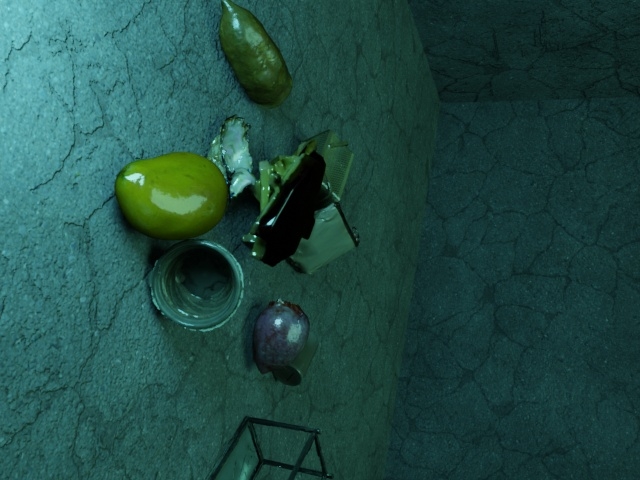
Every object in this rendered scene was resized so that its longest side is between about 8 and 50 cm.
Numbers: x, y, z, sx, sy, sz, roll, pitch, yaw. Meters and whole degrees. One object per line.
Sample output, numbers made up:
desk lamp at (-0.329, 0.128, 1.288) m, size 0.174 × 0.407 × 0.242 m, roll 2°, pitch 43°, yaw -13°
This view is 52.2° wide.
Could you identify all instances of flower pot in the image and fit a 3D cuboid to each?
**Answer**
flower pot at (-0.303, 0.100, 1.652) m, size 0.140 × 0.235 × 0.236 m, roll -103°, pitch -167°, yaw -82°

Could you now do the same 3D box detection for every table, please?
table at (-0.157, 0.742, 1.964) m, size 0.335 × 0.272 × 0.223 m, roll -55°, pitch 141°, yaw -51°

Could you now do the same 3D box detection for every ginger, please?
ginger at (-0.144, -0.119, 2.030) m, size 0.413 × 0.211 × 0.359 m, roll -53°, pitch 158°, yaw -41°

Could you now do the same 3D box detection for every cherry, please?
cherry at (-0.136, 0.314, 2.100) m, size 0.192 × 0.175 × 0.250 m, roll 110°, pitch 6°, yaw -74°

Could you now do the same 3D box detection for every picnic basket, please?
picnic basket at (-0.002, -0.245, 2.288) m, size 0.139 × 0.165 × 0.267 m, roll 41°, pitch 51°, yaw -31°

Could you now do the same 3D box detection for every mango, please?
mango at (-0.348, -0.105, 1.540) m, size 0.317 × 0.172 × 0.212 m, roll -7°, pitch 93°, yaw -57°

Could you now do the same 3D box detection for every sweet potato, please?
sweet potato at (-0.196, -0.533, 1.870) m, size 0.370 × 0.157 × 0.158 m, roll 53°, pitch 46°, yaw -57°

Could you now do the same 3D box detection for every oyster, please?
oyster at (-0.248, -0.228, 1.867) m, size 0.198 × 0.092 × 0.260 m, roll 3°, pitch 81°, yaw -67°

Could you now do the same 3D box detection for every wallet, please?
wallet at (0.003, 0.001, 2.325) m, size 0.274 × 0.068 × 0.335 m, roll -37°, pitch 150°, yaw -2°

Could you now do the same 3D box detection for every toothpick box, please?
toothpick box at (-0.084, 0.411, 2.298) m, size 0.181 × 0.111 × 0.111 m, roll -59°, pitch 145°, yaw -49°
